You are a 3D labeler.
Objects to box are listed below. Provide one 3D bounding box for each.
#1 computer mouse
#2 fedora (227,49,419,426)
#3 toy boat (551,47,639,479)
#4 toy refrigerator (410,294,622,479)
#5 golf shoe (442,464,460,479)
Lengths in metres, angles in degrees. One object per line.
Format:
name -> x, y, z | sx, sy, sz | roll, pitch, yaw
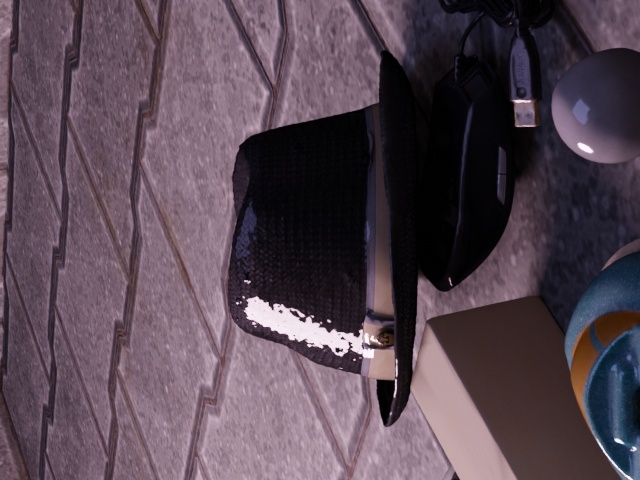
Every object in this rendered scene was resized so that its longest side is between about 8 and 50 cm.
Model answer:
computer mouse -> 0.136, -0.082, 1.321 | 0.184, 0.060, 0.262 | -154, 67, -70
fedora -> 0.000, 0.000, 1.458 | 0.334, 0.152, 0.334 | 180, 90, -90
toy boat -> 0.215, 0.035, 1.036 | 0.267, 0.148, 0.318 | -151, 52, -64
toy refrigerator -> 0.171, 0.175, 1.296 | 0.094, 0.102, 0.269 | 99, 151, -44
golf shoe -> 0.117, 0.232, 1.509 | 0.094, 0.077, 0.198 | -122, 29, -44
